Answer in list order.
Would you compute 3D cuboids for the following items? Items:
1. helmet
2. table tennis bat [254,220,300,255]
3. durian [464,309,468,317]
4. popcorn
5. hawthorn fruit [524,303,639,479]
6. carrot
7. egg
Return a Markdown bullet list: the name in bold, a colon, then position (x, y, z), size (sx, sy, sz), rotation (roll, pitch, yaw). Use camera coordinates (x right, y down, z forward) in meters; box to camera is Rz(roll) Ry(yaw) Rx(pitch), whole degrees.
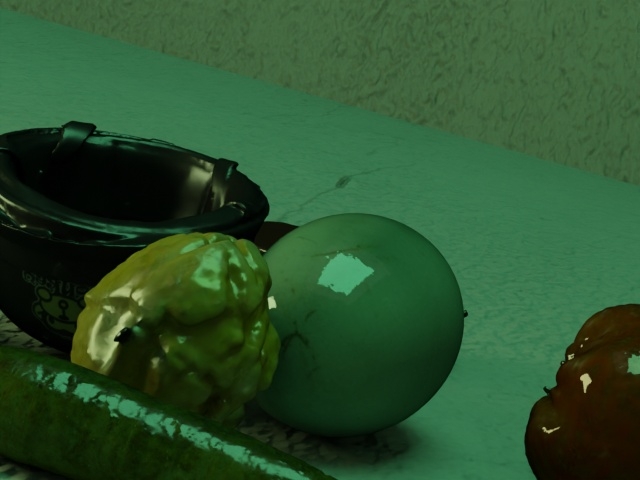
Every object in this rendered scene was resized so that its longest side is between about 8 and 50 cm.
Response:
- **helmet**: position (-0.169, 0.014, 1.512), size (0.230, 0.160, 0.279), rotation (15, 23, 7)
- **table tennis bat**: position (0.000, 0.000, 2.185), size (0.154, 0.021, 0.274), rotation (17, 13, 16)
- **durian**: position (0.072, 0.072, 1.759), size (0.215, 0.086, 0.100), rotation (4, 0, -33)
- **popcorn**: position (-0.101, 0.071, 1.322), size (0.152, 0.167, 0.148), rotation (30, 32, -51)
- **hawthorn fruit**: position (0.236, 0.141, 1.354), size (0.189, 0.189, 0.189), rotation (13, 10, -2)
- **carrot**: position (-0.069, 0.146, 1.194), size (0.359, 0.074, 0.074), rotation (18, 11, 17)
- **egg**: position (0.020, 0.065, 1.458), size (0.168, 0.168, 0.231), rotation (17, 16, 20)
